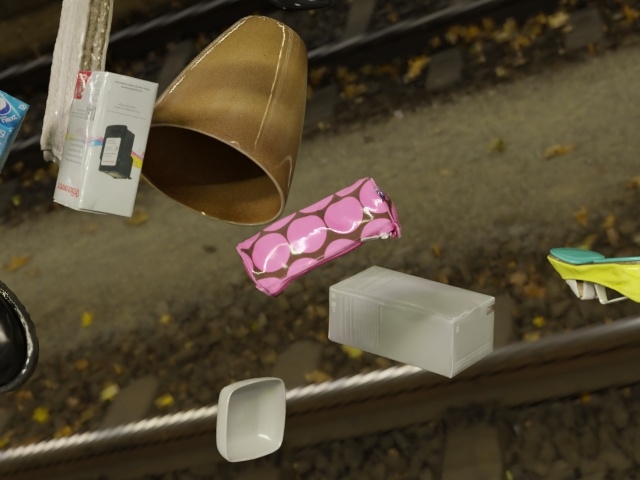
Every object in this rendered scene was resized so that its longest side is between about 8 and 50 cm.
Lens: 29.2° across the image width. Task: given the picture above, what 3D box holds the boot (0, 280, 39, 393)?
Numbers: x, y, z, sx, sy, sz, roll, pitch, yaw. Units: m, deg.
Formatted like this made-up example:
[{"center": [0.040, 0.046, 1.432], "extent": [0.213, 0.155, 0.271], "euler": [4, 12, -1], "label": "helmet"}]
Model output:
[{"center": [-0.513, 0.058, 1.508], "extent": [0.131, 0.348, 0.260], "euler": [-43, -5, 3], "label": "boot"}]

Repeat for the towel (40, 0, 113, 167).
[{"center": [-0.369, -0.248, 1.844], "extent": [0.049, 0.282, 0.187], "euler": [7, 8, -26], "label": "towel"}]

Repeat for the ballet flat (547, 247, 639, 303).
[{"center": [0.422, 0.056, 1.875], "extent": [0.077, 0.077, 0.231], "euler": [-5, 6, -24], "label": "ballet flat"}]

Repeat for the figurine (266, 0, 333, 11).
[{"center": [-0.116, -0.312, 1.368], "extent": [0.209, 0.092, 0.215], "euler": [11, 16, -33], "label": "figurine"}]

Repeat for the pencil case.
[{"center": [0.000, 0.000, 1.586], "extent": [0.209, 0.095, 0.098], "euler": [-28, 59, 6], "label": "pencil case"}]

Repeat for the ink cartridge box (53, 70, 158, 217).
[{"center": [-0.276, -0.124, 1.568], "extent": [0.072, 0.175, 0.127], "euler": [10, 3, -29], "label": "ink cartridge box"}]

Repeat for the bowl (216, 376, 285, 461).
[{"center": [-0.128, 0.309, 2.160], "extent": [0.142, 0.142, 0.053], "euler": [-5, 13, -44], "label": "bowl"}]

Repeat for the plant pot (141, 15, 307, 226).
[{"center": [-0.118, -0.191, 1.763], "extent": [0.237, 0.237, 0.254], "euler": [-1, 56, 39], "label": "plant pot"}]

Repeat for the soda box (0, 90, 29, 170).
[{"center": [-0.504, -0.127, 1.827], "extent": [0.210, 0.067, 0.071], "euler": [-55, 12, 41], "label": "soda box"}]

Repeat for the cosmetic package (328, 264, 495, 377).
[{"center": [0.141, 0.122, 1.910], "extent": [0.238, 0.107, 0.127], "euler": [18, 27, 37], "label": "cosmetic package"}]
